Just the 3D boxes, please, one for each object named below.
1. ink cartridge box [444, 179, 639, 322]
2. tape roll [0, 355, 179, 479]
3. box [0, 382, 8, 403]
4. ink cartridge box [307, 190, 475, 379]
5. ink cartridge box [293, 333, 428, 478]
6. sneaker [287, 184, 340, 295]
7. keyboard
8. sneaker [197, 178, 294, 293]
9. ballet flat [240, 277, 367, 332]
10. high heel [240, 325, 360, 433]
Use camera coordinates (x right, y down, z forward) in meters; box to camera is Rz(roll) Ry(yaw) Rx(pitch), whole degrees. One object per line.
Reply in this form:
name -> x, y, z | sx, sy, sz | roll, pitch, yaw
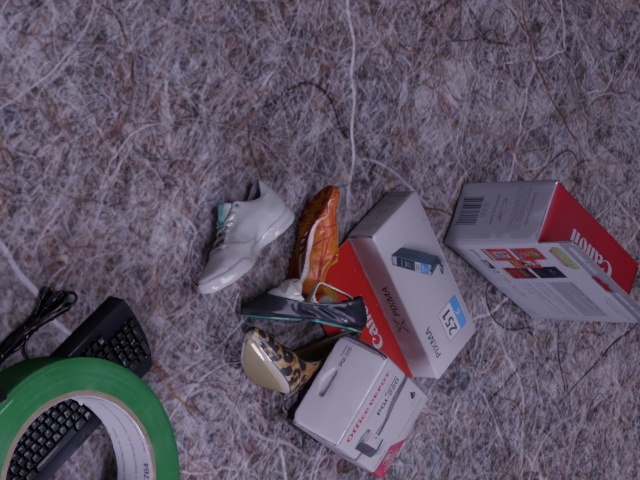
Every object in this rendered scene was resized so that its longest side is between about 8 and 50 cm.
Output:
ink cartridge box -> 0.425, 0.024, 2.303 | 0.309, 0.271, 0.130 | 38, 64, -40
tape roll -> -0.321, 0.305, 1.623 | 0.321, 0.077, 0.321 | 4, 85, -46
box -> -0.459, 0.119, 1.484 | 0.077, 0.147, 0.180 | -35, 115, -40
ink cartridge box -> 0.121, 0.111, 2.139 | 0.261, 0.066, 0.296 | -46, 121, -37
ink cartridge box -> 0.066, 0.258, 1.994 | 0.159, 0.092, 0.218 | -59, 148, -10
sneaker -> 0.000, 0.000, 2.013 | 0.067, 0.064, 0.175 | 17, 89, -30
keyboard -> -0.352, 0.187, 1.678 | 0.317, 0.033, 0.202 | -49, 123, -35
sneaker -> -0.127, -0.008, 1.888 | 0.094, 0.080, 0.212 | 55, 47, -16
ballet flat -> -0.022, 0.094, 1.957 | 0.203, 0.074, 0.074 | 9, 83, -21
high heel -> -0.026, 0.153, 1.958 | 0.186, 0.093, 0.261 | -56, 142, -23
